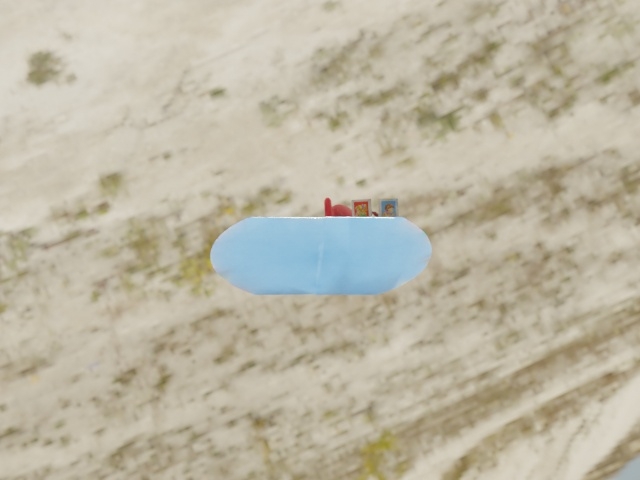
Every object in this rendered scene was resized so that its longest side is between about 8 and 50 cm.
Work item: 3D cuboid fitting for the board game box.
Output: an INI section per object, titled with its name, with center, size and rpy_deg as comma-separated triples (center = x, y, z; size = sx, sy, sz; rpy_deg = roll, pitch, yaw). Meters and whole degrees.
[board game box]
center = 0.000, 0.000, 0.968
size = 0.168, 0.033, 0.133
rpy_deg = 0, 153, -3
